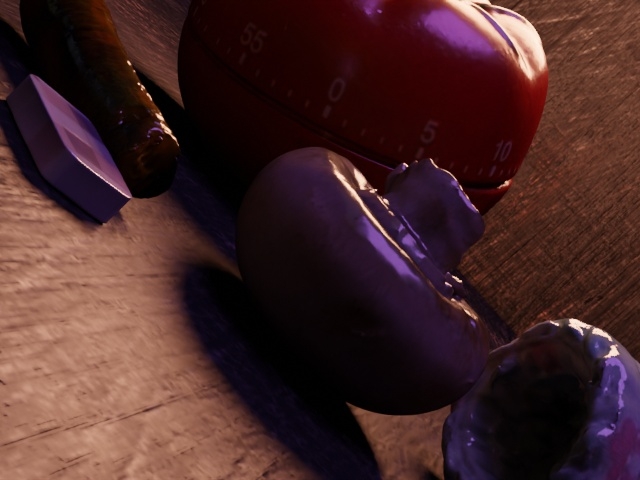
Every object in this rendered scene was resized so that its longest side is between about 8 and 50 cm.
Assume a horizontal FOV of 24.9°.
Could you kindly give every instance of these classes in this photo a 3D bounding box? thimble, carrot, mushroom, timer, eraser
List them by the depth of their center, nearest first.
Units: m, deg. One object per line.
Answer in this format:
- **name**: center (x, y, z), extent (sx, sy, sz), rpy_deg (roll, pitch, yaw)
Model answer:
- **eraser**: center (-0.161, -0.059, 0.925), extent (0.065, 0.026, 0.105), rpy_deg (38, 12, -41)
- **carrot**: center (-0.163, -0.120, 1.060), extent (0.070, 0.070, 0.260), rpy_deg (41, 10, -42)
- **mushroom**: center (0.042, 0.024, 1.086), extent (0.226, 0.178, 0.226), rpy_deg (56, 8, -11)
- **thimble**: center (0.203, 0.182, 1.175), extent (0.149, 0.185, 0.211), rpy_deg (42, 24, -30)
- **timer**: center (0.037, -0.161, 1.493), extent (0.378, 0.279, 0.378), rpy_deg (23, 21, -10)
